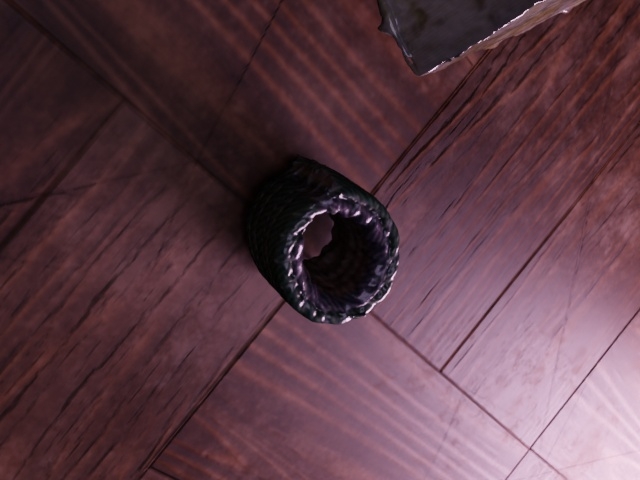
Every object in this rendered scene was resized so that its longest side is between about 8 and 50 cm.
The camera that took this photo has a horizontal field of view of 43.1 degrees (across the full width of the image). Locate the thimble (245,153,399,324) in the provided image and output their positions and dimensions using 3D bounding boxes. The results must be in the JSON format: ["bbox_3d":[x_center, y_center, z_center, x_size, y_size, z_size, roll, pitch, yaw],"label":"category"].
[{"bbox_3d":[0.000,0.002,0.718,0.118,0.090,0.135,-45,128,-8],"label":"thimble"}]

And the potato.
[{"bbox_3d":[0.161,-0.283,0.696,0.189,0.211,0.264,60,33,-1],"label":"potato"}]
